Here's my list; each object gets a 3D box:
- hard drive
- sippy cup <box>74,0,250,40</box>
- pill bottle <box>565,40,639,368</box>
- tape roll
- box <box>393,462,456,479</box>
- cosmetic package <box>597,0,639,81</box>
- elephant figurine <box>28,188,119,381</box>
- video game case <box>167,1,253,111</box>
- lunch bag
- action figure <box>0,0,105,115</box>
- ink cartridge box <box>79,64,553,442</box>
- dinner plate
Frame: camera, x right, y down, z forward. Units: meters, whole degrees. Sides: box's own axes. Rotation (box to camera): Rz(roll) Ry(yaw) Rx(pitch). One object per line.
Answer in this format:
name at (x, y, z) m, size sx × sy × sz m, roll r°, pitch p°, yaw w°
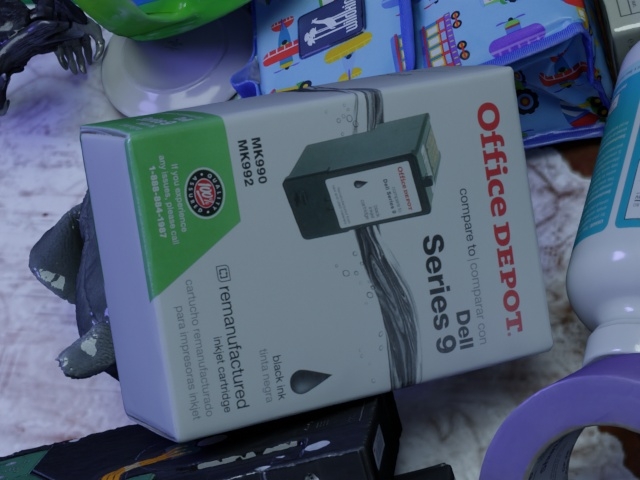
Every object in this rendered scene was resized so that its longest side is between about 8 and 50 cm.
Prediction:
hard drive at (-0.116, 0.177, 1.335) m, size 0.339 × 0.237 × 0.064 m, roll -13°, pitch 98°, yaw 6°
sippy cup at (-0.122, -0.319, 1.587) m, size 0.240 × 0.224 × 0.305 m, roll -28°, pitch 24°, yaw 7°
pill bottle at (0.260, -0.013, 1.382) m, size 0.146 × 0.146 × 0.264 m, roll 8°, pitch 62°, yaw 21°
tape roll at (0.203, 0.172, 1.260) m, size 0.189 × 0.080 × 0.189 m, roll 6°, pitch 102°, yaw 29°
box at (-0.058, 0.275, 1.185) m, size 0.318 × 0.097 × 0.395 m, roll -17°, pitch 12°, yaw 8°
cosmetic package at (0.367, -0.224, 1.504) m, size 0.309 × 0.113 × 0.160 m, roll -12°, pitch 57°, yaw 8°
elephant figurine at (-0.140, 0.000, 1.484) m, size 0.169 × 0.186 × 0.239 m, roll -33°, pitch 60°, yaw 1°
video game case at (-0.063, -0.170, 1.650) m, size 0.157 × 0.019 × 0.143 m, roll -17°, pitch 56°, yaw 5°
lunch bag at (0.070, -0.165, 1.551) m, size 0.293 × 0.138 × 0.221 m, roll -17°, pitch 53°, yaw 13°
action figure at (-0.269, -0.181, 1.648) m, size 0.164 × 0.141 × 0.275 m, roll -11°, pitch 41°, yaw 7°
ink cartridge box at (0.000, 0.000, 1.340) m, size 0.289 × 0.211 × 0.121 m, roll -12°, pitch 9°, yaw -22°
dinner plate at (-0.122, -0.160, 1.641) m, size 0.141 × 0.017 × 0.141 m, roll -7°, pitch 57°, yaw 11°
